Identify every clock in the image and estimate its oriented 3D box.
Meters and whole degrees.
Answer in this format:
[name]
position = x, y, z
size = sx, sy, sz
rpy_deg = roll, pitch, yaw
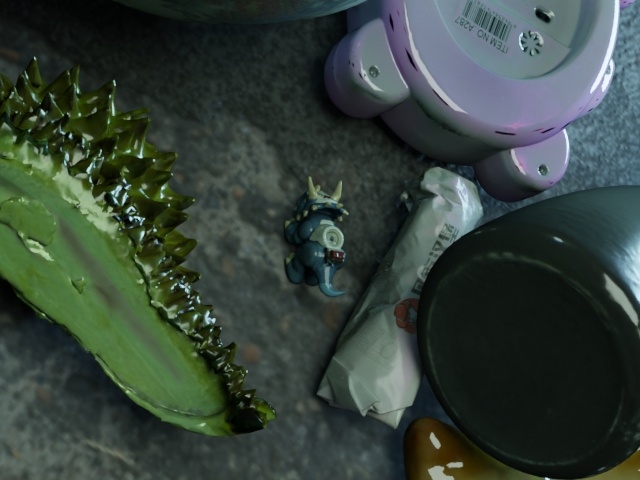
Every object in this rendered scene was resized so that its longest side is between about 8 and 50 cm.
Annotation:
[clock]
position = 0.117, -0.169, 1.327
size = 0.227, 0.090, 0.248
rpy_deg = 28, 65, -19

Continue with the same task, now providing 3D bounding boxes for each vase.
[vase]
position = 0.217, 0.022, 1.260
size = 0.321, 0.173, 0.173
rpy_deg = -30, 91, -49

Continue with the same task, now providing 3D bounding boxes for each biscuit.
[biscuit]
position = 0.157, 0.198, 1.244
size = 0.207, 0.047, 0.164
rpy_deg = -1, 77, -21

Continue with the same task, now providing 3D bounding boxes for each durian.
[durian]
position = -0.157, -0.028, 1.110
size = 0.375, 0.132, 0.106
rpy_deg = 49, 15, -5

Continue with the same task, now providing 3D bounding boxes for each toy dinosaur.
[toy dinosaur]
position = 0.000, 0.000, 1.232
size = 0.030, 0.047, 0.083
rpy_deg = 8, 70, -29

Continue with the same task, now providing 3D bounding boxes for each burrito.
[burrito]
position = 0.058, 0.037, 1.246
size = 0.064, 0.064, 0.203
rpy_deg = 32, 63, -17

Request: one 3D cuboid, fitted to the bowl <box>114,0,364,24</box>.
[bowl]
position = -0.027, -0.271, 1.175
size = 0.435, 0.434, 0.196
rpy_deg = -64, 152, -28
